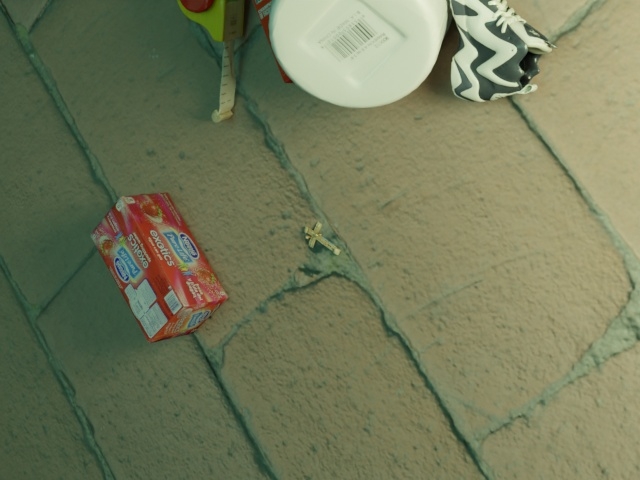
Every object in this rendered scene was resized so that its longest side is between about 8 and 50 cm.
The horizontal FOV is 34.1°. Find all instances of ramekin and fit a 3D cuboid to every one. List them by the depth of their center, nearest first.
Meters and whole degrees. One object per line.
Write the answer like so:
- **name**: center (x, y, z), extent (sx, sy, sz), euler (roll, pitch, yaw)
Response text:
- **ramekin**: center (0.055, -0.327, 1.532), extent (0.277, 0.135, 0.277), euler (6, 132, 7)

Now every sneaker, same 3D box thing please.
- **sneaker**: center (0.267, -0.313, 1.489), extent (0.153, 0.094, 0.235), euler (9, 102, 36)

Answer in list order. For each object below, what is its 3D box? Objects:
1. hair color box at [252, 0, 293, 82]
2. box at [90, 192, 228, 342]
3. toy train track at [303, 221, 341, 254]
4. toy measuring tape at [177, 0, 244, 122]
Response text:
- **hair color box**: center (-0.044, -0.346, 1.730), extent (0.053, 0.093, 0.167), euler (-29, 78, 36)
- **box**: center (-0.306, 0.047, 1.967), extent (0.128, 0.122, 0.257), euler (-45, 68, 33)
- **toy train track**: center (0.000, 0.000, 1.789), extent (0.083, 0.014, 0.048), euler (35, 116, 29)
- **toy measuring tape**: center (-0.199, -0.379, 1.845), extent (0.121, 0.121, 0.330), euler (23, 119, 34)
